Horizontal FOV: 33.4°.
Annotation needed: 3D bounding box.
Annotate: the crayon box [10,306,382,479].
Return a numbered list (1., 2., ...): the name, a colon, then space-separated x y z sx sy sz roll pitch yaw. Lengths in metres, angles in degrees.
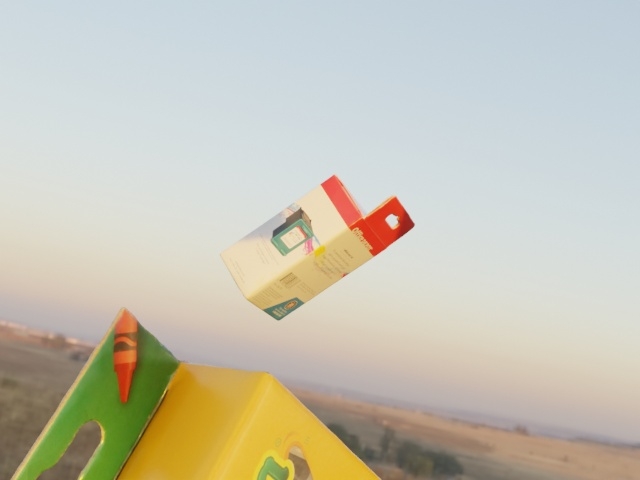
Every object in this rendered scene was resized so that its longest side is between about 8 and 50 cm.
1. crayon box: -0.036 0.208 0.572 0.081 0.202 0.318 0 -37 45

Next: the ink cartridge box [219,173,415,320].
1. ink cartridge box: 0.000 0.000 1.402 0.231 0.078 0.134 -34 -23 4
